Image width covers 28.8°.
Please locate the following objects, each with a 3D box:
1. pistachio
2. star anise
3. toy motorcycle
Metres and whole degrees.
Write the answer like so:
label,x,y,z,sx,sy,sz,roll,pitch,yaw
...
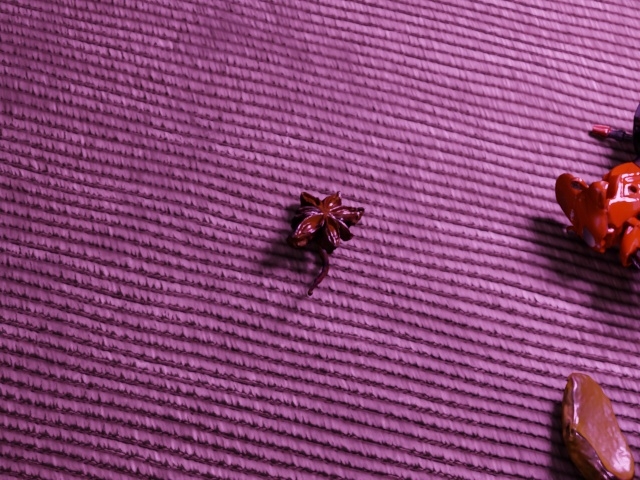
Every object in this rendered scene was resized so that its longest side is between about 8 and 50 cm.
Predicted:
label,x,y,z,sx,sy,sz,roll,pitch,yaw
pistachio,0.356,0.262,1.659,0.089,0.049,0.173,2,57,-32
star anise,0.000,0.000,1.744,0.097,0.070,0.190,18,42,1
toy motorcycle,0.463,-0.091,1.799,0.221,0.148,0.325,17,58,19
